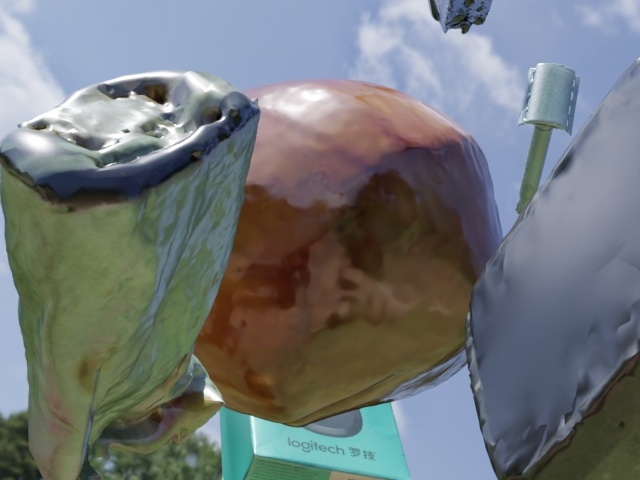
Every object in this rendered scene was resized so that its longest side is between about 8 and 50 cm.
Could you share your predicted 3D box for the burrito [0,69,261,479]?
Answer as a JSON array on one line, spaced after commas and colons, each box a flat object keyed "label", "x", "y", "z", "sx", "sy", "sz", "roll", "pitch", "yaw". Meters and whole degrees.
[{"label": "burrito", "x": -0.099, "y": 0.030, "z": 0.501, "sx": 0.089, "sy": 0.144, "sz": 0.228, "roll": 30, "pitch": -52, "yaw": 20}]

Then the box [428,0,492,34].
[{"label": "box", "x": 0.189, "y": -0.526, "z": 1.648, "sx": 0.091, "sy": 0.350, "sz": 0.359, "roll": -18, "pitch": -4, "yaw": 3}]

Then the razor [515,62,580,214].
[{"label": "razor", "x": 0.283, "y": -0.112, "z": 1.349, "sx": 0.068, "sy": 0.106, "sz": 0.232, "roll": 12, "pitch": -37, "yaw": 9}]

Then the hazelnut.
[{"label": "hazelnut", "x": 0.000, "y": 0.000, "z": 0.943, "sx": 0.372, "sy": 0.315, "sz": 0.372, "roll": 23, "pitch": 16, "yaw": -7}]

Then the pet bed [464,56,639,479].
[{"label": "pet bed", "x": 0.191, "y": 0.040, "z": 0.500, "sx": 0.159, "sy": 0.183, "sz": 0.211, "roll": 22, "pitch": -60, "yaw": -14}]

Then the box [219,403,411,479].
[{"label": "box", "x": -0.019, "y": 0.222, "z": 1.301, "sx": 0.205, "sy": 0.311, "sz": 0.118, "roll": 15, "pitch": -61, "yaw": -17}]
